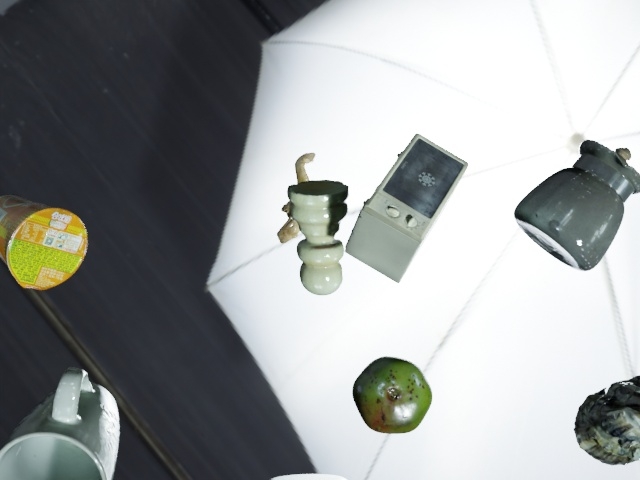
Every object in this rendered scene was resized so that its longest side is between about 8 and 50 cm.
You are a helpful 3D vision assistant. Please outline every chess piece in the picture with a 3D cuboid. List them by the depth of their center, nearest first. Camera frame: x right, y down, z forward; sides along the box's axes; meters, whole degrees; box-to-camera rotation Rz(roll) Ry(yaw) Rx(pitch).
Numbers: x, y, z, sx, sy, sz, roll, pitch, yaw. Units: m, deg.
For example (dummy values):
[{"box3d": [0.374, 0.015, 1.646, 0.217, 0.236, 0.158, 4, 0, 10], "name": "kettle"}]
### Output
[{"box3d": [0.000, 0.000, 1.698, 0.133, 0.243, 0.133, -2, -161, 1], "name": "chess piece"}]

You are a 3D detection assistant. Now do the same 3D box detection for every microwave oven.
[{"box3d": [0.170, -0.064, 1.595, 0.240, 0.145, 0.194, -54, 174, -36], "name": "microwave oven"}]

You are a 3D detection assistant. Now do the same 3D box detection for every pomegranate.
[{"box3d": [0.165, 0.358, 1.803, 0.181, 0.181, 0.224, -39, 162, -9], "name": "pomegranate"}]

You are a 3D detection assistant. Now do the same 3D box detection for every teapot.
[{"box3d": [0.621, -0.084, 1.807, 0.285, 0.223, 0.305, -51, 145, 1], "name": "teapot"}]

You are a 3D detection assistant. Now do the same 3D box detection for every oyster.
[{"box3d": [0.522, 0.267, 1.180, 0.252, 0.087, 0.199, 11, -128, 37], "name": "oyster"}]

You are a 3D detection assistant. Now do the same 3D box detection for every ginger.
[{"box3d": [-0.070, -0.128, 2.311, 0.089, 0.288, 0.075, 3, 167, 42], "name": "ginger"}]

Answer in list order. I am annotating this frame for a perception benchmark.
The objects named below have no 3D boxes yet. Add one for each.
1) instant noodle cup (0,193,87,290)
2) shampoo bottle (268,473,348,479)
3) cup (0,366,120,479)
[{"box3d": [-0.579, -0.011, 1.552, 0.168, 0.185, 0.168, -22, 123, -38], "name": "instant noodle cup"}, {"box3d": [-0.037, 0.823, 2.194, 0.322, 0.317, 0.322, 0, 168, 0], "name": "shampoo bottle"}, {"box3d": [-0.431, 0.321, 1.355, 0.234, 0.186, 0.258, -95, -161, -70], "name": "cup"}]
